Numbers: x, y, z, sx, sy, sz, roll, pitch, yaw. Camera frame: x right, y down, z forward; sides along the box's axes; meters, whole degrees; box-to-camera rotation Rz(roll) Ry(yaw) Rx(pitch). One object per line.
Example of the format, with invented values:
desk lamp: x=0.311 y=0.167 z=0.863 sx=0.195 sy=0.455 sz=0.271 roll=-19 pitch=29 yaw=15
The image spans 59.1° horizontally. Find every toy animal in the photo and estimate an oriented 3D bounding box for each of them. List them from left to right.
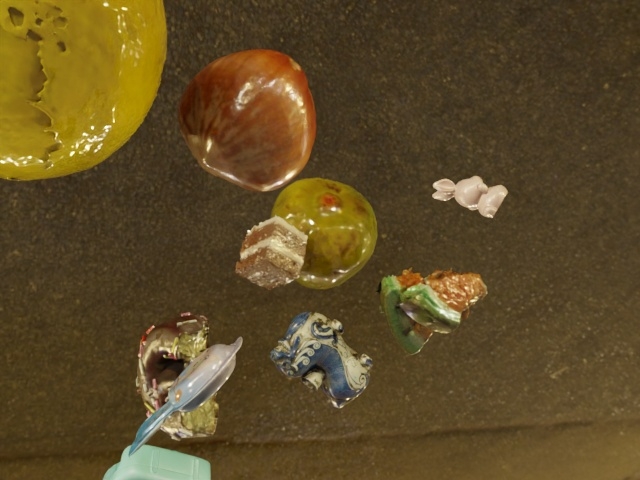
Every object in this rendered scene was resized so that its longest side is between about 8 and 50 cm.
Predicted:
toy animal: x=0.456 y=-0.153 z=1.731 sx=0.213 sy=0.124 sz=0.124 roll=26 pitch=130 yaw=10

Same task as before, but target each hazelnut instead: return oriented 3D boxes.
hazelnut: x=-0.085 y=-0.155 z=0.713 sx=0.182 sy=0.182 sz=0.182 roll=-11 pitch=135 yaw=-11

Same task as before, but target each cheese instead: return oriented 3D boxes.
cheese: x=-0.219 y=0.249 z=0.937 sx=0.245 sy=0.135 sz=0.052 roll=-43 pitch=98 yaw=0

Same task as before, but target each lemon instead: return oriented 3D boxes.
lemon: x=-0.303 y=-0.211 z=0.585 sx=0.297 sy=0.297 sz=0.297 roll=-11 pitch=135 yaw=-11

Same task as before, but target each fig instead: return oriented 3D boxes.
fig: x=-0.001 y=-0.012 z=1.677 sx=0.344 sy=0.343 sz=0.343 roll=-11 pitch=135 yaw=-11

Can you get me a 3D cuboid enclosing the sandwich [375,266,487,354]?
sandwich: x=0.322 y=0.180 z=1.521 sx=0.301 sy=0.162 sz=0.250 roll=-23 pitch=121 yaw=-12

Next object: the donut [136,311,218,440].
donut: x=-0.411 y=0.371 z=1.573 sx=0.259 sy=0.344 sz=0.136 roll=-1 pitch=179 yaw=38

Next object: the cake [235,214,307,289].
cake: x=-0.123 y=0.029 z=1.433 sx=0.135 sy=0.147 sz=0.135 roll=-20 pitch=142 yaw=40

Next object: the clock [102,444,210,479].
clock: x=-0.409 y=0.584 z=1.313 sx=0.224 sy=0.094 sz=0.274 roll=31 pitch=121 yaw=-31

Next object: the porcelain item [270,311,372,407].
porcelain item: x=0.008 y=0.317 z=1.452 sx=0.186 sy=0.138 sz=0.288 roll=-48 pitch=120 yaw=-23
